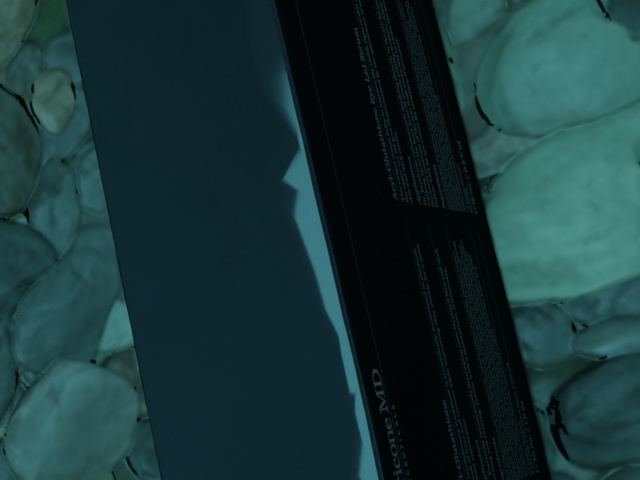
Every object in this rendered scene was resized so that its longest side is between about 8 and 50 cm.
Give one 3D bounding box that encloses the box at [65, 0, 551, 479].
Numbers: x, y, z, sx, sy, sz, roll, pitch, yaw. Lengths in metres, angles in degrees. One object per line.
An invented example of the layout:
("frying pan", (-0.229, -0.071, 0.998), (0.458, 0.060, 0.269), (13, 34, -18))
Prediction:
("box", (0.000, 0.000, 0.548), (0.103, 0.184, 0.261), (-17, 79, 24))
